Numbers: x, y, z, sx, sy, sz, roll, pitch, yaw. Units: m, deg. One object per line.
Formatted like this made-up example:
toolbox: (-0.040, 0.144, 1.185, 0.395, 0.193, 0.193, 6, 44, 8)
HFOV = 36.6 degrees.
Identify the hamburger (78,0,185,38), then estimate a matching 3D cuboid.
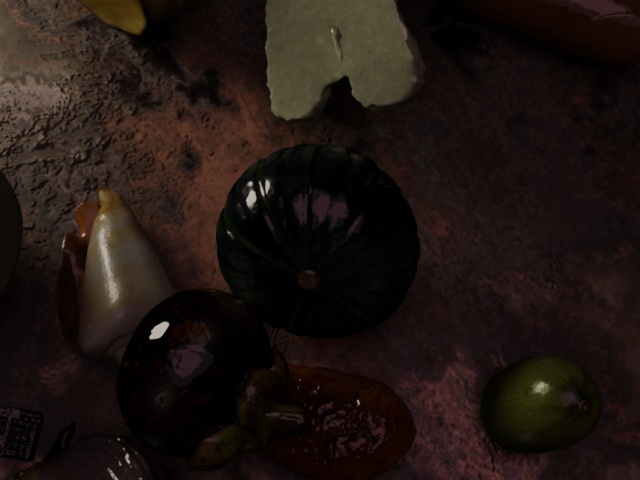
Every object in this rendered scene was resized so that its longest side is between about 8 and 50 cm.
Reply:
hamburger: (-0.263, -0.440, 1.286, 0.276, 0.276, 0.237, 36, 77, 9)

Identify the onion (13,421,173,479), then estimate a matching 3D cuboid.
onion: (-0.218, 0.384, 1.030, 0.267, 0.159, 0.349, -45, 47, -2)

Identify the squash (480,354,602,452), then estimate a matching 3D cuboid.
squash: (0.266, 0.194, 1.139, 0.123, 0.186, 0.123, 1, 78, -5)

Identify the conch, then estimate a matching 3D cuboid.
conch: (-0.244, 0.056, 1.210, 0.158, 0.127, 0.255, -31, 48, 31)

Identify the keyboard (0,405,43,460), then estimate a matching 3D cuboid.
keyboard: (-0.448, 0.225, 1.191, 0.204, 0.013, 0.061, 9, 73, 1)

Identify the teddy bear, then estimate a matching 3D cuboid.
teddy bear: (0.088, -0.368, 1.314, 0.327, 0.362, 0.375, -4, 100, 31)

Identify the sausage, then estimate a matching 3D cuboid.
sausage: (0.312, -0.336, 1.339, 0.304, 0.121, 0.121, 22, 73, 4)

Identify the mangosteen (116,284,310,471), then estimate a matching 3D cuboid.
mangosteen: (-0.114, 0.160, 1.080, 0.217, 0.192, 0.192, 25, 73, 14)

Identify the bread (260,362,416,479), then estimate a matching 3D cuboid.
bread: (-0.019, 0.208, 1.170, 0.269, 0.095, 0.139, 20, 65, 9)

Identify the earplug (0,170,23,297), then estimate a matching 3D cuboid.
earplug: (-0.539, 0.029, 1.103, 0.313, 0.312, 0.394, 38, 72, 10)

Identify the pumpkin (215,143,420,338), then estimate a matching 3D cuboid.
pumpkin: (0.000, 0.000, 1.190, 0.250, 0.216, 0.249, 3, 102, 13)

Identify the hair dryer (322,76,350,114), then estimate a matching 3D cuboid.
hair dryer: (0.034, -0.218, 1.341, 0.114, 0.037, 0.063, -17, 75, -15)
